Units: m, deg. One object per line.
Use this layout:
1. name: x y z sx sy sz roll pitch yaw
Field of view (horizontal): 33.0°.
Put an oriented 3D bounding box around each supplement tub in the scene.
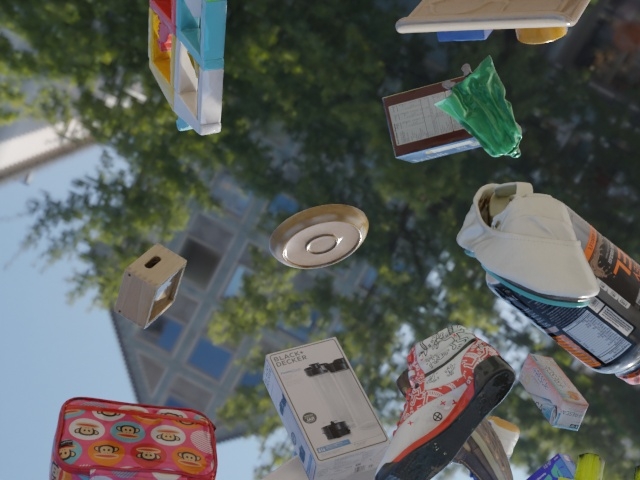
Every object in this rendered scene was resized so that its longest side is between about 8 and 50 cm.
1. supplement tub: 0.487 0.100 1.971 0.338 0.207 0.207 37 -165 -11

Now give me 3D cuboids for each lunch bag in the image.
1. lunch bag: -0.335 0.380 1.953 0.293 0.120 0.258 9 -158 -13

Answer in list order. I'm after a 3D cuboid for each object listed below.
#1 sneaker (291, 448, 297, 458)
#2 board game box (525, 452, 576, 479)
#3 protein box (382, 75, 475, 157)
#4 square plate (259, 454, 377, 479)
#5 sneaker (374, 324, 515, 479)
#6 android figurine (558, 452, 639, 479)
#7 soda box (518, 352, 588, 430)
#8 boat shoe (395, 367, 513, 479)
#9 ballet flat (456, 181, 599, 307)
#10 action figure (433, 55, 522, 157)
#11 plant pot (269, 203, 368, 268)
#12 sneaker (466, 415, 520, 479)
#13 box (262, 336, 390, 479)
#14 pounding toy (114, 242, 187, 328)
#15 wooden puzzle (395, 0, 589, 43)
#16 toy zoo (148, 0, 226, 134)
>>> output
1. sneaker: 0.040 0.593 2.452 0.130 0.236 0.323 -24 -120 -19
2. board game box: 0.447 0.526 1.996 0.047 0.160 0.210 18 -147 -48
3. protein box: 0.266 -0.263 2.382 0.201 0.136 0.200 -13 177 17
4. square plate: 0.036 0.547 2.211 0.347 0.344 0.049 41 159 51
5. sneaker: 0.159 0.250 1.632 0.090 0.270 0.145 39 -175 -42
6. android figurine: 0.396 0.422 1.490 0.248 0.056 0.273 10 -133 18
7. soda box: 0.449 0.292 2.099 0.058 0.063 0.183 12 -160 -16
8. boat shoe: 0.286 0.410 2.312 0.355 0.130 0.132 59 -165 10
9. ballet flat: 0.275 -0.012 1.489 0.139 0.139 0.400 25 -174 -10
10. action figure: 0.324 -0.237 2.089 0.232 0.137 0.063 47 -170 -34
11. plant pot: 0.000 0.000 2.476 0.236 0.236 0.032 15 -133 -38
12. sneaker: 0.373 0.514 2.496 0.111 0.131 0.296 20 151 12
13. box: 0.007 0.349 2.238 0.169 0.087 0.290 -12 -132 -19
14. pounding toy: -0.330 0.079 2.067 0.100 0.130 0.141 30 -143 10
15. wooden puzzle: 0.346 -0.433 1.969 0.322 0.081 0.348 4 -148 29
16. toy zoo: -0.169 -0.266 1.355 0.030 0.293 0.192 -12 -139 -25
